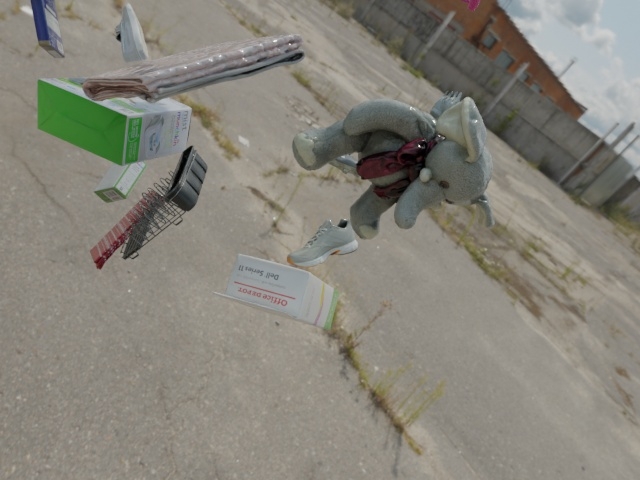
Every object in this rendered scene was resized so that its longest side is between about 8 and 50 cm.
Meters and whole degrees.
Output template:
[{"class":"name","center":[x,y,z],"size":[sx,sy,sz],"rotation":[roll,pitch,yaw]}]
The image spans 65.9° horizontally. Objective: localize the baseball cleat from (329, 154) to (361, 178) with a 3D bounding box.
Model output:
[{"class":"baseball cleat","center":[0.054,-0.242,1.332],"size":[0.206,0.109,0.072],"rotation":[27,-5,32]}]

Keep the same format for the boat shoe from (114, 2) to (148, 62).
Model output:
[{"class":"boat shoe","center":[-0.461,-0.495,1.186],"size":[0.066,0.063,0.184],"rotation":[85,-15,-69]}]

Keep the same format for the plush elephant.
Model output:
[{"class":"plush elephant","center":[0.171,-0.117,0.843],"size":[0.271,0.330,0.255],"rotation":[57,-1,-37]}]

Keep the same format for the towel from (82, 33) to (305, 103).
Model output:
[{"class":"towel","center":[-0.243,-0.326,0.938],"size":[0.332,0.053,0.317],"rotation":[-29,31,-31]}]

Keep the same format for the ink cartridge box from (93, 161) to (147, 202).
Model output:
[{"class":"ink cartridge box","center":[-0.651,-0.228,1.645],"size":[0.062,0.109,0.209],"rotation":[50,47,-40]}]

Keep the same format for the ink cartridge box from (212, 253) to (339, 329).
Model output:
[{"class":"ink cartridge box","center":[-0.099,0.132,1.258],"size":[0.207,0.119,0.353],"rotation":[13,-11,19]}]

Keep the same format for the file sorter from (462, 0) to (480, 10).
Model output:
[{"class":"file sorter","center":[0.339,-0.719,1.098],"size":[0.182,0.202,0.290],"rotation":[27,-14,8]}]

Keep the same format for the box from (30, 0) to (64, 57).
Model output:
[{"class":"box","center":[-0.785,-0.652,1.410],"size":[0.037,0.225,0.136],"rotation":[-7,7,-11]}]

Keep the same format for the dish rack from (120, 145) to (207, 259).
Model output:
[{"class":"dish rack","center":[-0.379,-0.081,1.157],"size":[0.074,0.272,0.208],"rotation":[44,24,-28]}]

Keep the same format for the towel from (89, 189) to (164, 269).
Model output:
[{"class":"towel","center":[-0.582,-0.039,1.482],"size":[0.031,0.275,0.199],"rotation":[47,-13,-27]}]

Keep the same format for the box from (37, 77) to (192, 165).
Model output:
[{"class":"box","center":[-0.492,-0.301,1.197],"size":[0.262,0.126,0.231],"rotation":[23,25,14]}]

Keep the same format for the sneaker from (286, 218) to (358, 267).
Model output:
[{"class":"sneaker","center":[0.000,0.000,1.580],"size":[0.263,0.121,0.099],"rotation":[-20,22,-33]}]
